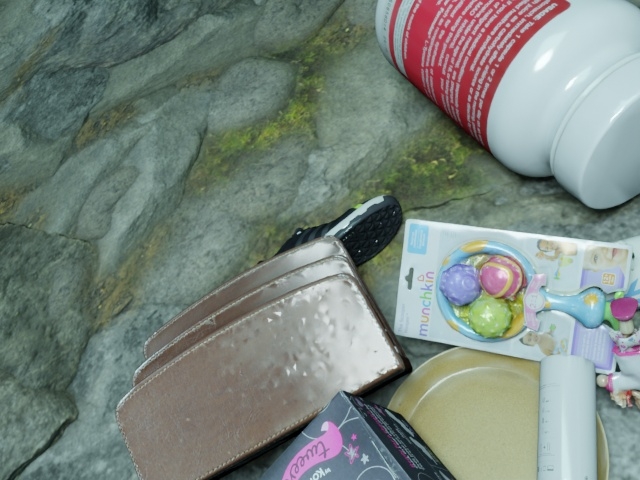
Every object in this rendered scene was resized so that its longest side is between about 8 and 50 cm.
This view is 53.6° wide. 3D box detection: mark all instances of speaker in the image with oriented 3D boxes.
[{"bbox_3d":[0.239,0.182,0.615,0.055,0.055,0.136,-2,57,24],"label":"speaker"}]

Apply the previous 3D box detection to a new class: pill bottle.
[{"bbox_3d":[0.261,-0.230,0.812,0.229,0.229,0.408,-35,50,0],"label":"pill bottle"}]

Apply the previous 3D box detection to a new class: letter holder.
[{"bbox_3d":[-0.079,0.128,0.737,0.301,0.152,0.215,-30,74,4],"label":"letter holder"}]

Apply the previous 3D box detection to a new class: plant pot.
[{"bbox_3d":[0.178,0.224,0.673,0.236,0.032,0.237,-13,53,18],"label":"plant pot"}]

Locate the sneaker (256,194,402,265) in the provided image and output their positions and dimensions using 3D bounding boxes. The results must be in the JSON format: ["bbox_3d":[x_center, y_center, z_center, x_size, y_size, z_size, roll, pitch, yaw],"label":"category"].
[{"bbox_3d":[0.000,0.000,0.875,0.234,0.084,0.097,-36,49,-1],"label":"sneaker"}]

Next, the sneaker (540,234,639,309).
[{"bbox_3d":[0.292,0.038,0.710,0.237,0.086,0.085,-16,51,14],"label":"sneaker"}]

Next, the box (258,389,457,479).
[{"bbox_3d":[0.011,0.295,0.605,0.247,0.142,0.163,-47,51,4],"label":"box"}]

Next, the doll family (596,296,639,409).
[{"bbox_3d":[0.392,0.123,0.565,0.262,0.163,0.118,-16,21,16],"label":"doll family"}]

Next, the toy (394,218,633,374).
[{"bbox_3d":[0.195,0.058,0.673,0.237,0.056,0.137,8,96,18],"label":"toy"}]
